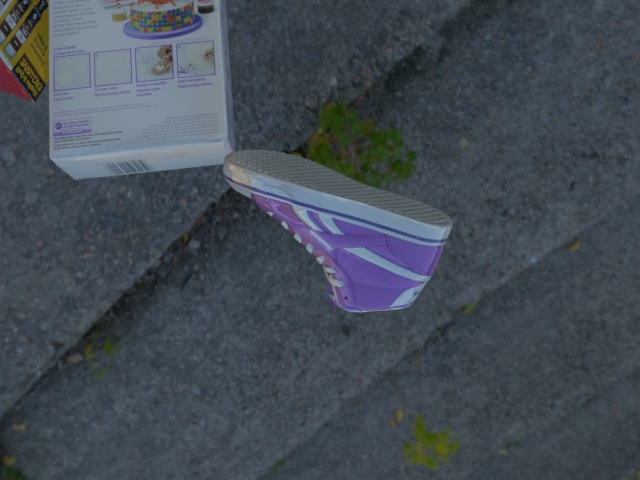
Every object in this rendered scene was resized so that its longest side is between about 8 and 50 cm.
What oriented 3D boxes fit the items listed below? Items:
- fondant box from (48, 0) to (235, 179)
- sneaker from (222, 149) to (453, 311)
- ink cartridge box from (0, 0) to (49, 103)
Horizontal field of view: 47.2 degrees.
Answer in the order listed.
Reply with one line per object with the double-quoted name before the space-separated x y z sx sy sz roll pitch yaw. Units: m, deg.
"fondant box" -0.250 -0.265 1.029 0.238 0.331 0.096 -6 167 1
"sneaker" 0.000 0.001 0.884 0.282 0.102 0.161 22 116 3
"ink cartridge box" -0.516 -0.362 1.119 0.130 0.272 0.309 20 161 10
